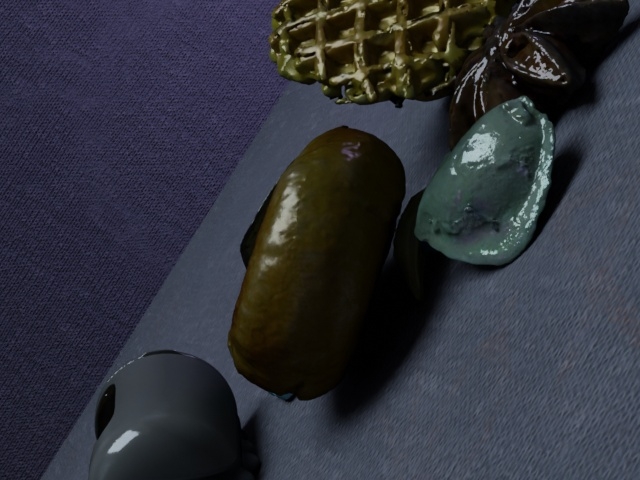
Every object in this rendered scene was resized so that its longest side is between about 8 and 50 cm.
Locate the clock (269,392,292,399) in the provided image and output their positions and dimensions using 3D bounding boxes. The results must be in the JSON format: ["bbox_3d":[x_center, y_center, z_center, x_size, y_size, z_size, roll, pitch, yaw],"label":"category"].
[{"bbox_3d":[-0.050,0.171,1.892,0.108,0.045,0.147,-58,12,-13],"label":"clock"}]

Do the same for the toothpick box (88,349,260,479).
[{"bbox_3d":[-0.199,0.297,1.816,0.229,0.229,0.316,-55,14,9],"label":"toothpick box"}]

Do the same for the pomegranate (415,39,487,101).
[{"bbox_3d":[0.170,-0.293,1.963,0.196,0.196,0.196,-52,13,18],"label":"pomegranate"}]

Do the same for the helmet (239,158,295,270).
[{"bbox_3d":[0.002,0.001,1.873,0.204,0.137,0.257,-59,-14,-1],"label":"helmet"}]

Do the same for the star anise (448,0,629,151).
[{"bbox_3d":[0.253,-0.222,1.597,0.315,0.108,0.315,-54,9,13],"label":"star anise"}]

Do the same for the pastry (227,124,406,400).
[{"bbox_3d":[0.001,0.028,1.630,0.356,0.164,0.356,22,-90,-86],"label":"pastry"}]

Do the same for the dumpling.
[{"bbox_3d":[0.178,-0.052,1.450,0.216,0.105,0.149,-48,15,32],"label":"dumpling"}]

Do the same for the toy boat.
[{"bbox_3d":[0.129,-0.003,1.619,0.065,0.066,0.172,74,-150,-49],"label":"toy boat"}]

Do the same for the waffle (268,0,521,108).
[{"bbox_3d":[0.112,-0.342,1.852,0.380,0.095,0.382,29,73,41],"label":"waffle"}]
